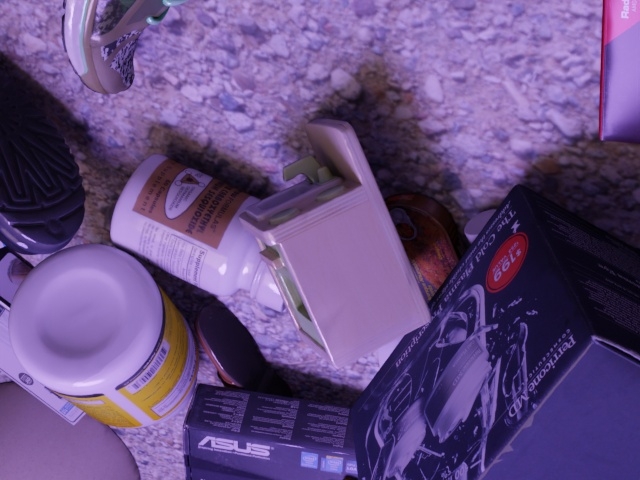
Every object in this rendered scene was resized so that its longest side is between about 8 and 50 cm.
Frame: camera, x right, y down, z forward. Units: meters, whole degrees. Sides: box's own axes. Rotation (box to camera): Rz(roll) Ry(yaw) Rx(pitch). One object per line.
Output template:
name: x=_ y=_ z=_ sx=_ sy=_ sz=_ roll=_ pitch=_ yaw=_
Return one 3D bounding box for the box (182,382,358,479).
box: x=0.006 y=0.366 z=1.520 sx=0.395 sy=0.097 sz=0.318 roll=9 pitch=130 yaw=5

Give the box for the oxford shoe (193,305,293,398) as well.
oxford shoe: x=-0.126 y=0.180 z=1.497 sx=0.076 sy=0.076 sz=0.212 roll=-8 pitch=125 yaw=40

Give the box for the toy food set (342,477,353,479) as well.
toy food set: x=0.057 y=0.342 z=1.414 sx=0.122 sy=0.019 sz=0.077 roll=2 pitch=130 yaw=21

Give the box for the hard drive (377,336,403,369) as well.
hard drive: x=0.239 y=0.210 z=1.254 sx=0.353 sy=0.047 sz=0.232 roll=-10 pitch=84 yaw=35

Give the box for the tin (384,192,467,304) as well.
tin: x=0.124 y=0.026 z=1.251 sx=0.106 sy=0.040 sz=0.189 roll=-9 pitch=123 yaw=29

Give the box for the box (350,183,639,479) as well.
box: x=0.198 y=0.173 z=1.046 sx=0.179 sy=0.312 sz=0.343 roll=27 pitch=112 yaw=-16

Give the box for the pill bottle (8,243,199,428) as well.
pill bottle: x=-0.268 y=0.144 z=1.392 sx=0.188 sy=0.187 sz=0.334 roll=19 pitch=162 yaw=13

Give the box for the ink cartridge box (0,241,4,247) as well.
ink cartridge box: x=-0.482 y=-0.030 z=1.532 sx=0.048 sy=0.028 sz=0.083 roll=-17 pitch=118 yaw=38

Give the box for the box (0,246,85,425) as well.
box: x=-0.446 y=0.143 z=1.624 sx=0.290 sy=0.087 sz=0.169 roll=40 pitch=135 yaw=-8

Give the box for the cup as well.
cup: x=-0.515 y=0.446 z=1.821 sx=0.331 sy=0.237 sz=0.331 roll=15 pitch=133 yaw=16

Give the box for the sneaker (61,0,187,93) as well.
sneaker: x=-0.153 y=-0.289 z=1.064 sx=0.182 sy=0.158 sz=0.410 roll=15 pitch=141 yaw=-8

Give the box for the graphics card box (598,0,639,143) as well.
graphics card box: x=0.423 y=-0.180 z=0.869 sx=0.371 sy=0.094 sz=0.232 roll=8 pitch=131 yaw=21

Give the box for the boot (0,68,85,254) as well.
boot: x=-0.521 y=-0.046 z=1.415 sx=0.445 sy=0.146 sz=0.367 roll=-41 pitch=77 yaw=41

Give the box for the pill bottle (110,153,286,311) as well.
pill bottle: x=-0.129 y=-0.005 z=1.292 sx=0.229 sy=0.131 sz=0.131 roll=25 pitch=135 yaw=7

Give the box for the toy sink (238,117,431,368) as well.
toy sink: x=0.000 y=0.000 z=1.149 sx=0.234 sy=0.131 sz=0.153 roll=67 pitch=168 yaw=-14

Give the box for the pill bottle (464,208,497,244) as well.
pill bottle: x=0.208 y=0.024 z=1.183 sx=0.065 sy=0.065 sz=0.116 roll=-14 pitch=121 yaw=36
